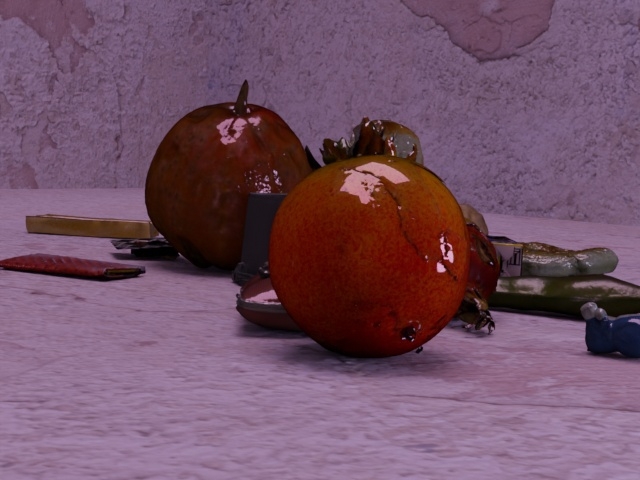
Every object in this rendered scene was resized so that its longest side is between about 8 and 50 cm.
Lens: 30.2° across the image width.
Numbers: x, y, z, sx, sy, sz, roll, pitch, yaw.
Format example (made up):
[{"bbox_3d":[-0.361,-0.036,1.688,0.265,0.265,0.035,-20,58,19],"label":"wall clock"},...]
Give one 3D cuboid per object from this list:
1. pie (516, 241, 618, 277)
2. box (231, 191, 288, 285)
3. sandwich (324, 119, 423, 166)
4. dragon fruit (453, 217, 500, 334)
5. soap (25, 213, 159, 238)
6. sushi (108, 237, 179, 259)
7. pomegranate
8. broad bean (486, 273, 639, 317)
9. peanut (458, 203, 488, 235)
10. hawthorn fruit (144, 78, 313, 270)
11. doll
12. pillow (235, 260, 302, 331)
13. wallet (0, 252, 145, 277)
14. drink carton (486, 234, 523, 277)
[{"bbox_3d":[0.392,0.033,2.047,0.240,0.054,0.240,1,4,0],"label":"pie"},{"bbox_3d":[0.000,0.000,1.718,0.243,0.135,0.163,0,6,-30],"label":"box"},{"bbox_3d":[0.050,-0.082,2.046,0.288,0.254,0.099,-4,11,-40],"label":"sandwich"},{"bbox_3d":[0.168,0.049,1.447,0.125,0.125,0.246,-27,26,4],"label":"dragon fruit"},{"bbox_3d":[-0.449,-0.029,2.339,0.252,0.037,0.092,3,4,5],"label":"soap"},{"bbox_3d":[-0.288,0.016,1.997,0.126,0.026,0.120,-3,9,-15],"label":"sushi"},{"bbox_3d":[0.047,0.002,1.179,0.210,0.235,0.210,-8,-10,-1],"label":"pomegranate"},{"bbox_3d":[0.288,0.070,1.558,0.325,0.067,0.075,2,-26,17],"label":"broad bean"},{"bbox_3d":[0.233,-0.009,2.078,0.123,0.124,0.256,4,4,7],"label":"peanut"},{"bbox_3d":[-0.141,-0.109,1.864,0.277,0.298,0.277,6,22,-3],"label":"hawthorn fruit"},{"bbox_3d":[0.324,0.100,1.266,0.083,0.050,0.076,4,-13,31],"label":"doll"},{"bbox_3d":[-0.005,0.062,1.342,0.179,0.075,0.171,4,6,-2],"label":"pillow"},{"bbox_3d":[-0.365,0.037,1.728,0.196,0.020,0.103,6,5,25],"label":"wallet"},{"bbox_3d":[0.286,0.032,1.891,0.056,0.071,0.166,7,6,0],"label":"drink carton"}]
